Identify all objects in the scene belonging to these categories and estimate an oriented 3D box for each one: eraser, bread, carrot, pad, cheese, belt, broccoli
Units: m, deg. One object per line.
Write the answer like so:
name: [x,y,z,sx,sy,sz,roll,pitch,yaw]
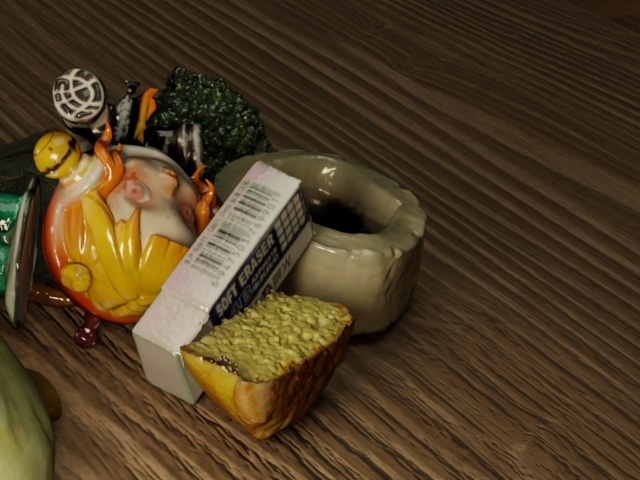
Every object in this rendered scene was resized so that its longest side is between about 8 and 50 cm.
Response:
eraser: [-0.118,0.049,1.639,0.086,0.130,0.287,24,60,21]
bread: [-0.062,0.158,1.580,0.129,0.134,0.260,21,23,25]
carrot: [-0.393,0.065,1.758,0.165,0.036,0.036,11,26,-3]
pad: [-0.388,-0.060,1.911,0.247,0.007,0.367,-27,42,-33]
cheese: [0.002,-0.003,1.902,0.292,0.153,0.332,-16,38,-42]
belt: [-0.332,0.178,1.519,0.083,0.059,0.036,28,31,33]
broccoli: [-0.213,-0.130,2.075,0.288,0.245,0.248,16,52,-42]

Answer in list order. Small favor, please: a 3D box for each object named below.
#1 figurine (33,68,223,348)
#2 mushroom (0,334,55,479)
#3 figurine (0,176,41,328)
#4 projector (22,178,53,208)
figurine: [-0.253,-0.034,1.706,0.320,0.196,0.323,25,49,-41]
mushroom: [-0.409,0.183,1.250,0.352,0.260,0.352,45,12,-13]
figurine: [-0.526,-0.008,1.634,0.340,0.231,0.324,5,44,-7]
projector: [-0.370,-0.047,1.961,0.115,0.061,0.147,-15,35,-39]
